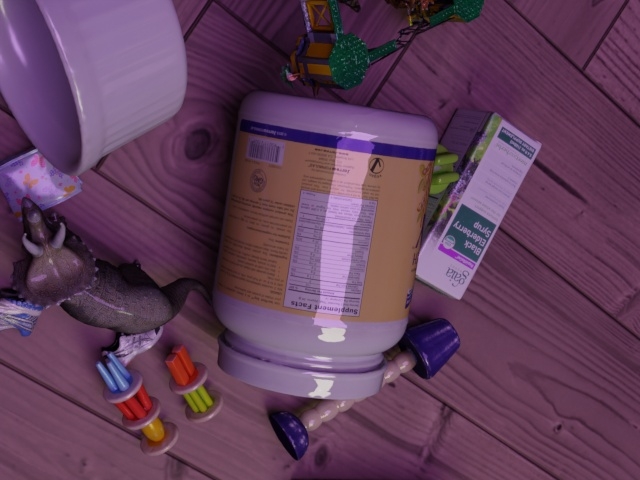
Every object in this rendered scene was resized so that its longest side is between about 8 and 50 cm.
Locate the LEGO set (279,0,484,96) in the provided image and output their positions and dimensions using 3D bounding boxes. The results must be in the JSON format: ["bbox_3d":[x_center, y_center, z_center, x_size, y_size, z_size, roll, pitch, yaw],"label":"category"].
[{"bbox_3d":[0.026,-0.325,1.298,0.331,0.192,0.255,-41,125,-30],"label":"LEGO set"}]

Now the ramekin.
[{"bbox_3d":[-0.254,-0.219,1.129,0.135,0.277,0.277,-28,111,-26],"label":"ramekin"}]

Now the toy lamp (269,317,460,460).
[{"bbox_3d":[0.066,0.192,1.461,0.274,0.080,0.080,-32,112,-17],"label":"toy lamp"}]

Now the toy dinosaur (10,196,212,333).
[{"bbox_3d":[-0.246,0.057,1.238,0.313,0.160,0.121,35,94,-38],"label":"toy dinosaur"}]

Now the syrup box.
[{"bbox_3d":[0.185,-0.050,1.456,0.093,0.096,0.237,29,87,-27],"label":"syrup box"}]

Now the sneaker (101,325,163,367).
[{"bbox_3d":[-0.230,0.122,1.337,0.083,0.032,0.037,-41,114,-12],"label":"sneaker"}]

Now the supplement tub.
[{"bbox_3d":[0.000,0.000,1.301,0.241,0.241,0.331,5,99,-25],"label":"supplement tub"}]

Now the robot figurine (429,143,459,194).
[{"bbox_3d":[0.124,-0.094,1.410,0.067,0.115,0.101,-15,105,-39],"label":"robot figurine"}]

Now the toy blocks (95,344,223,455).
[{"bbox_3d":[-0.199,0.175,1.334,0.123,0.054,0.148,-36,125,-14],"label":"toy blocks"}]

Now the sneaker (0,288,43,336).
[{"bbox_3d":[-0.387,0.085,1.249,0.135,0.052,0.058,10,103,-24],"label":"sneaker"}]

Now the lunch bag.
[{"bbox_3d":[-0.321,-0.071,1.245,0.083,0.053,0.071,-27,109,-7],"label":"lunch bag"}]
